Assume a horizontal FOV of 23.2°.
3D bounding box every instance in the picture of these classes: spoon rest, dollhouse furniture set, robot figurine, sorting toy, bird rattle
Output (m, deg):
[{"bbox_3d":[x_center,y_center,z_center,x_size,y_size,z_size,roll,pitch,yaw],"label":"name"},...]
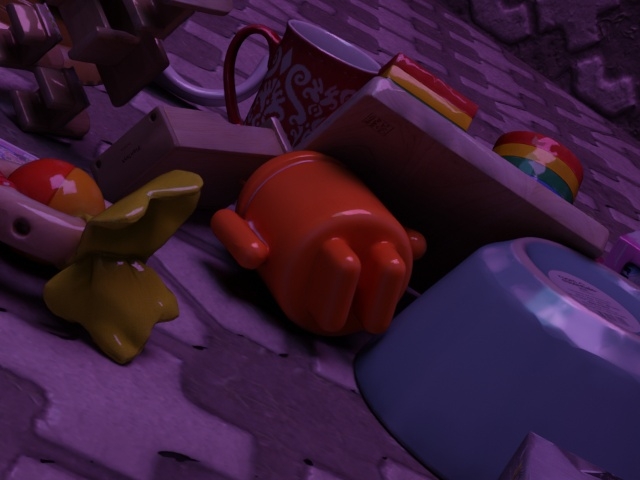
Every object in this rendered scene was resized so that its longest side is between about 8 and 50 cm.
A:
[{"bbox_3d":[-0.194,-0.228,1.793,0.276,0.084,0.137,24,-14,0],"label":"spoon rest"},{"bbox_3d":[-0.156,-0.156,1.451,0.161,0.212,0.242,2,57,-53],"label":"dollhouse furniture set"},{"bbox_3d":[0.002,0.001,1.370,0.128,0.158,0.219,63,-6,-35],"label":"robot figurine"},{"bbox_3d":[0.112,-0.054,1.465,0.255,0.089,0.257,33,-27,-11],"label":"sorting toy"},{"bbox_3d":[-0.215,-0.013,1.150,0.254,0.143,0.207,16,5,0],"label":"bird rattle"}]

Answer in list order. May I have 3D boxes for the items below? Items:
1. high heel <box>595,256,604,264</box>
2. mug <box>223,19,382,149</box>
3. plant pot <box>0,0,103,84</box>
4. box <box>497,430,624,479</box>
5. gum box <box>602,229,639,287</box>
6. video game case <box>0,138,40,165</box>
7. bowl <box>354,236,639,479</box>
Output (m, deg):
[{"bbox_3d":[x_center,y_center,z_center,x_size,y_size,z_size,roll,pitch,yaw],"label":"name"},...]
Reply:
[{"bbox_3d":[0.158,-0.020,1.689,0.377,0.127,0.181,39,22,-13],"label":"high heel"},{"bbox_3d":[-0.033,-0.141,1.654,0.113,0.169,0.150,8,25,-48],"label":"mug"},{"bbox_3d":[-0.332,-0.242,1.707,0.236,0.032,0.236,27,17,-9],"label":"plant pot"},{"bbox_3d":[0.210,0.245,1.074,0.183,0.056,0.231,28,22,-4],"label":"box"},{"bbox_3d":[0.343,0.043,1.543,0.107,0.062,0.188,34,17,18],"label":"gum box"},{"bbox_3d":[-0.275,-0.062,1.306,0.087,0.011,0.122,28,17,-5],"label":"video game case"},{"bbox_3d":[0.203,0.111,1.312,0.312,0.163,0.311,27,17,-9],"label":"bowl"}]
